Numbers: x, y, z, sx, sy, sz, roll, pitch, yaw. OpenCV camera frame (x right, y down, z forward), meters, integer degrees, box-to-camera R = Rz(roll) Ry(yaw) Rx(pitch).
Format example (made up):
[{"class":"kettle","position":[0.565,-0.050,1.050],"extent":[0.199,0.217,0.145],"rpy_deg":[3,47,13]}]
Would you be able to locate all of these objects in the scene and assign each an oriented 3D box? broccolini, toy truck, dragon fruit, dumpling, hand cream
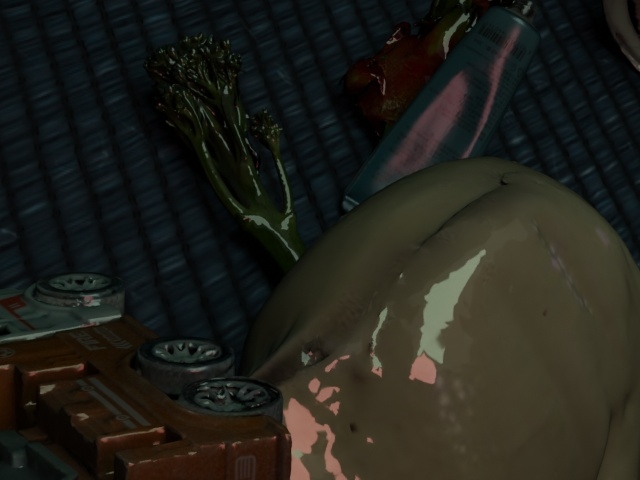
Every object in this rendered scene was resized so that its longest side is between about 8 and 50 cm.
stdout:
[{"class":"broccolini","position":[-0.002,0.000,1.305],"extent":[0.079,0.074,0.392],"rpy_deg":[-20,65,-45]},{"class":"toy truck","position":[-0.157,0.111,0.951],"extent":[0.184,0.133,0.338],"rpy_deg":[-6,17,-29]},{"class":"dragon fruit","position":[0.093,-0.143,1.482],"extent":[0.138,0.175,0.142],"rpy_deg":[25,13,-30]},{"class":"dumpling","position":[0.105,0.111,1.104],"extent":[0.315,0.233,0.395],"rpy_deg":[47,40,10]},{"class":"hand cream","position":[0.106,-0.095,1.402],"extent":[0.083,0.048,0.224],"rpy_deg":[34,83,-2]}]

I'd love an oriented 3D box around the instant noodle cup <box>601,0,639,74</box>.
[{"class":"instant noodle cup","position":[0.425,-0.285,1.719],"extent":[0.284,0.284,0.312],"rpy_deg":[40,50,6]}]
